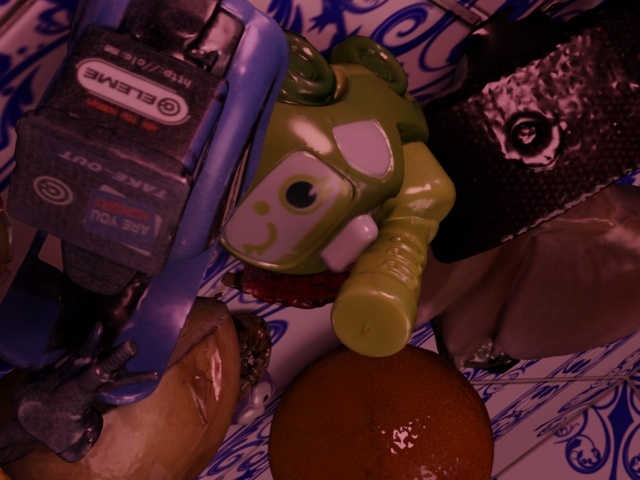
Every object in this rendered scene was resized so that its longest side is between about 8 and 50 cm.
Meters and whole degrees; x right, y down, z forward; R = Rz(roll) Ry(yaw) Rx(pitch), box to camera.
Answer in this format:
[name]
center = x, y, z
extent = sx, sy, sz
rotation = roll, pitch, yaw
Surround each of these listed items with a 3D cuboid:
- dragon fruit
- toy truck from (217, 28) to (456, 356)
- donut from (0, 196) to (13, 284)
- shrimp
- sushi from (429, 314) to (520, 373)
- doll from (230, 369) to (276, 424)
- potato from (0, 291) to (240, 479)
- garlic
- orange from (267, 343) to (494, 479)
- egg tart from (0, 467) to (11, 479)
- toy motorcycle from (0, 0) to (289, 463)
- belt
[dragon fruit]
center = 0.000, 0.000, 1.194
extent = 0.147, 0.096, 0.102
rotation = -10, 164, 33
[toy truck]
center = 0.015, -0.034, 0.973
extent = 0.148, 0.210, 0.187
rotation = -47, 175, 31
[donut]
center = -0.258, 0.022, 0.838
extent = 0.174, 0.068, 0.174
rotation = -29, 161, -11
[shrimp]
center = -0.093, 0.109, 1.311
extent = 0.034, 0.091, 0.161
rotation = 4, 175, 34
[sushi]
center = 0.197, 0.051, 1.593
extent = 0.109, 0.134, 0.273
rotation = 1, 157, -13
[doll]
center = -0.115, 0.153, 1.382
extent = 0.206, 0.067, 0.110
rotation = 0, 123, -47
[potato]
center = -0.150, 0.136, 1.025
extent = 0.239, 0.116, 0.299
rotation = -32, -167, -6
[garlic]
center = 0.218, 0.014, 1.399
extent = 0.279, 0.132, 0.325
rotation = 9, 149, 0
[orange]
center = 0.064, 0.237, 1.605
extent = 0.264, 0.264, 0.264
rotation = -30, 160, -12
[egg tart]
center = -0.298, 0.211, 0.866
extent = 0.351, 0.153, 0.339
rotation = 25, 147, -17
[toy motorcycle]
center = -0.119, -0.004, 0.799
extent = 0.358, 0.125, 0.213
rotation = 114, -2, -53
[belt]
center = 0.178, -0.108, 1.119
extent = 0.289, 0.164, 0.184
rotation = -30, -174, -18
